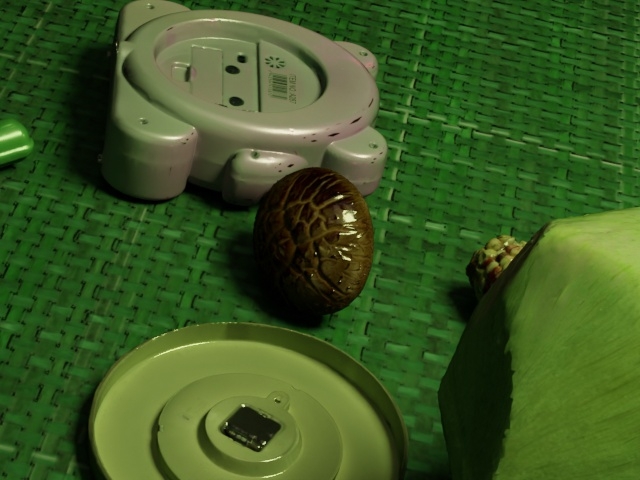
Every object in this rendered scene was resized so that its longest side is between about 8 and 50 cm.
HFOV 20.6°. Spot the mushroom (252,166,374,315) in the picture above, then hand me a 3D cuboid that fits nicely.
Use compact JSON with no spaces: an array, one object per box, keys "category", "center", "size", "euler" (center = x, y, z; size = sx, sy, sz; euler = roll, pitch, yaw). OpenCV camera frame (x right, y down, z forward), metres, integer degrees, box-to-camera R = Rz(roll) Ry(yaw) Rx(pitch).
[{"category":"mushroom","center":[-0.007,0.002,1.421],"size":[0.085,0.109,0.126],"euler":[-22,34,-30]}]

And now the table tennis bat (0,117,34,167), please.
[{"category":"table tennis bat","center":[-0.352,-0.045,1.438],"size":[0.257,0.039,0.160],"euler":[-24,50,-31]}]

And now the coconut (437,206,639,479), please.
[{"category":"coconut","center":[0.209,0.133,1.143],"size":[0.328,0.328,0.281],"euler":[-22,29,-36]}]

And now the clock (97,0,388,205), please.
[{"category":"clock","center":[-0.068,-0.122,1.569],"size":[0.247,0.090,0.228],"euler":[8,39,-9]}]

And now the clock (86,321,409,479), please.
[{"category":"clock","center":[-0.053,0.144,1.288],"size":[0.235,0.029,0.235],"euler":[8,38,-6]}]

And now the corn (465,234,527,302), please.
[{"category":"corn","center":[0.205,0.086,1.391],"size":[0.086,0.086,0.253],"euler":[-13,43,-29]}]
